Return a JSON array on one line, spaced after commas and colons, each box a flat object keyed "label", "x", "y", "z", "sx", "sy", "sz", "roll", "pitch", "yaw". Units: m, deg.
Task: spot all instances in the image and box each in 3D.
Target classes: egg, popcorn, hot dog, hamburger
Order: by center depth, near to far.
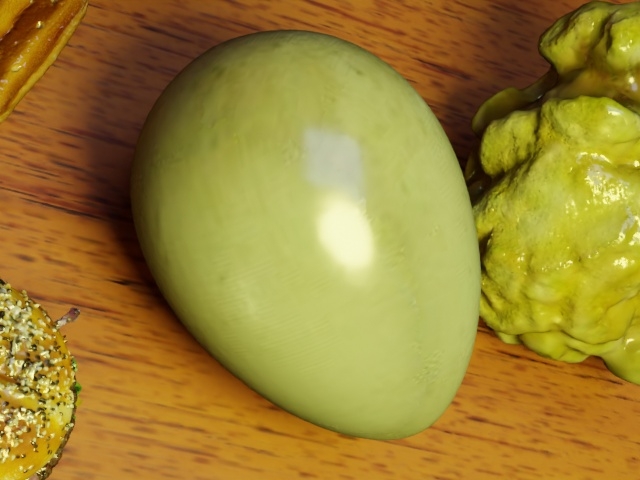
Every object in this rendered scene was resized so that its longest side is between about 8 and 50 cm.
[{"label": "hamburger", "x": -0.224, "y": 0.099, "z": 1.015, "sx": 0.164, "sy": 0.093, "sz": 0.189, "roll": 30, "pitch": 59, "yaw": -16}, {"label": "egg", "x": 0.000, "y": 0.000, "z": 1.110, "sx": 0.218, "sy": 0.218, "sz": 0.295, "roll": -35, "pitch": 97, "yaw": -36}, {"label": "hot dog", "x": -0.221, "y": -0.136, "z": 1.146, "sx": 0.071, "sy": 0.045, "sz": 0.165, "roll": 38, "pitch": 56, "yaw": -12}, {"label": "popcorn", "x": 0.217, "y": -0.030, "z": 1.246, "sx": 0.242, "sy": 0.235, "sz": 0.250, "roll": 32, "pitch": 68, "yaw": -36}]
